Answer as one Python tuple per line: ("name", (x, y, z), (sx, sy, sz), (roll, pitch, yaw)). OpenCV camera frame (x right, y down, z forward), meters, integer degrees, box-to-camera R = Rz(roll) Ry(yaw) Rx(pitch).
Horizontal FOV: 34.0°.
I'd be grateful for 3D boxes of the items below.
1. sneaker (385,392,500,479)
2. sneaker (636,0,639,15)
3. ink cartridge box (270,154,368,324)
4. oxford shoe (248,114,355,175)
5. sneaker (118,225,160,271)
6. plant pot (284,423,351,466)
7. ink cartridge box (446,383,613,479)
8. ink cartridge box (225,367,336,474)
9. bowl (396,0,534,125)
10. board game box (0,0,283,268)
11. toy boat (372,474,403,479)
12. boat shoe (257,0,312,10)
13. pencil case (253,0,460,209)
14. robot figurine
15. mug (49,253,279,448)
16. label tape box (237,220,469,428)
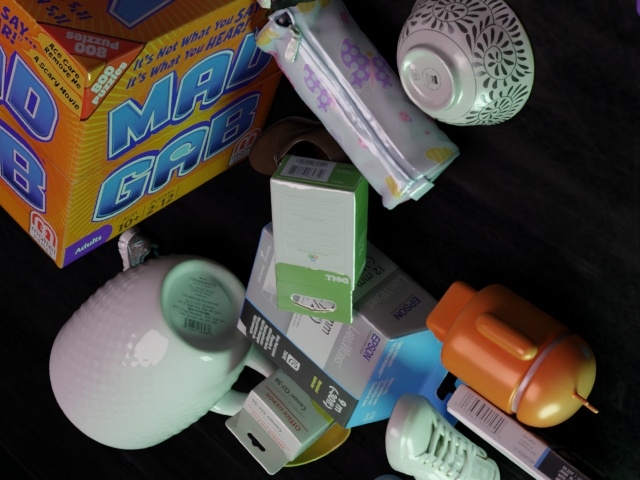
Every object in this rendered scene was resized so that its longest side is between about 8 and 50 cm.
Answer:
("sneaker", (0.179, 0.290, 1.424), (0.123, 0.106, 0.290), (9, 155, 28))
("sneaker", (0.293, -0.276, 0.914), (0.071, 0.068, 0.170), (29, 131, 54))
("ink cartridge box", (0.000, 0.000, 1.326), (0.109, 0.062, 0.209), (10, 128, 15))
("oxford shoe", (-0.035, -0.115, 1.383), (0.227, 0.096, 0.083), (-4, 117, 52))
("sneaker", (-0.314, 0.057, 1.878), (0.076, 0.065, 0.166), (22, 135, 32))
("plant pot", (-0.030, 0.291, 1.701), (0.134, 0.134, 0.095), (107, 145, -48))
("ink cartridge box", (0.272, 0.262, 1.320), (0.206, 0.045, 0.208), (35, -178, 24))
("ink cartridge box", (-0.035, 0.250, 1.592), (0.115, 0.198, 0.067), (45, 144, 13))
("bowl", (0.138, -0.189, 1.133), (0.170, 0.080, 0.170), (29, 137, 31))
("board game box", (-0.284, -0.262, 1.320), (0.356, 0.356, 0.356), (43, 142, 15))
("toy boat", (0.163, 0.478, 1.575), (0.267, 0.148, 0.318), (1, 148, 50))
("boat shoe", (-0.030, -0.381, 1.153), (0.127, 0.158, 0.340), (101, 153, -51))
("pencil case", (0.044, -0.169, 1.220), (0.273, 0.113, 0.124), (52, -178, -2))
("robot figurine", (0.234, 0.137, 1.253), (0.219, 0.128, 0.158), (35, 136, 27))
("mug", (-0.221, 0.191, 1.739), (0.374, 0.276, 0.328), (30, 141, -18))
("label tape box", (0.052, 0.140, 1.477), (0.348, 0.115, 0.249), (43, 143, 19))
